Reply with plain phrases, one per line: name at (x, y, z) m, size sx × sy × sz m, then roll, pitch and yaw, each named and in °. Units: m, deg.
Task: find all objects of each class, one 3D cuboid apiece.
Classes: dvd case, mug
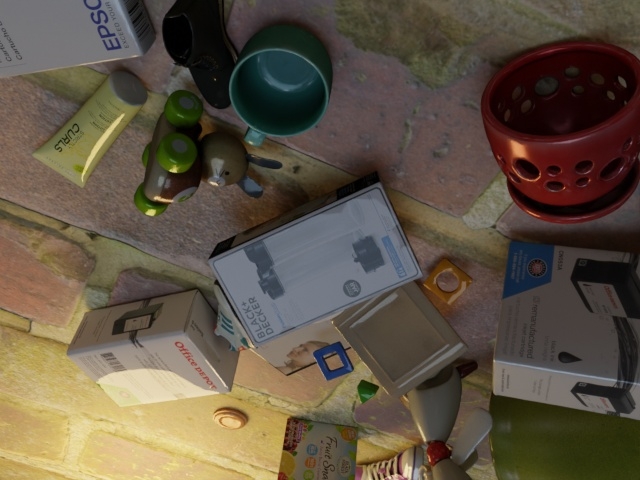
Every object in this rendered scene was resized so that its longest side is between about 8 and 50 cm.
dvd case at (-0.034, 0.180, 1.260) m, size 0.253 × 0.022 × 0.180 m, roll -30°, pitch 122°, yaw 30°
mug at (-0.060, -0.213, 0.848) m, size 0.158 × 0.097 × 0.129 m, roll -19°, pitch 128°, yaw 25°

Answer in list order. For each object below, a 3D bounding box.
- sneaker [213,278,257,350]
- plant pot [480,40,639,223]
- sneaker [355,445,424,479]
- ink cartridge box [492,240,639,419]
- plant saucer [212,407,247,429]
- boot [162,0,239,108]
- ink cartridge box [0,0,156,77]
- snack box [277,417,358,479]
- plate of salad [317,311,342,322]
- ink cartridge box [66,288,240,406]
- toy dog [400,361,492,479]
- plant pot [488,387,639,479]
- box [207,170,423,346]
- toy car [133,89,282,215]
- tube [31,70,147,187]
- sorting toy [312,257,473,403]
sneaker at (-0.180, 0.149, 1.211) m, size 0.075 × 0.057 × 0.161 m, roll -18°, pitch 116°, yaw 16°
plant pot at (0.314, -0.131, 0.816) m, size 0.191 × 0.191 × 0.174 m, roll -10°, pitch 139°, yaw 17°
sneaker at (0.149, 0.581, 1.557) m, size 0.161 × 0.102 × 0.282 m, roll 16°, pitch 133°, yaw -3°
ink cartridge box at (0.432, 0.136, 0.966) m, size 0.308 × 0.223 × 0.129 m, roll 6°, pitch 145°, yaw 19°
plant saucer at (-0.218, 0.432, 1.525) m, size 0.084 × 0.013 × 0.083 m, roll 4°, pitch 133°, yaw 5°
boot at (-0.159, -0.231, 0.818) m, size 0.077 × 0.137 × 0.197 m, roll -2°, pitch 133°, yaw 10°
ink cartridge box at (-0.417, -0.362, 0.781) m, size 0.330 × 0.071 × 0.324 m, roll -6°, pitch 132°, yaw 12°
snack box at (-0.007, 0.521, 1.446) m, size 0.175 × 0.207 × 0.070 m, roll 9°, pitch 133°, yaw 1°
plate of salad at (-0.040, 0.070, 1.105) m, size 0.200 × 0.048 × 0.199 m, roll 5°, pitch 131°, yaw 5°
ink cartridge box at (-0.328, 0.223, 1.278) m, size 0.273 × 0.114 × 0.198 m, roll -12°, pitch 130°, yaw 18°
toy dog at (0.259, 0.343, 1.208) m, size 0.161 × 0.333 × 0.220 m, roll -9°, pitch 158°, yaw -6°
plant pot at (0.510, 0.354, 1.156) m, size 0.353 × 0.366 × 0.366 m, roll -9°, pitch 132°, yaw 32°
box at (-0.007, 0.031, 0.994) m, size 0.290 × 0.087 × 0.169 m, roll -23°, pitch 106°, yaw 9°
toy car at (-0.160, -0.107, 0.943) m, size 0.188 × 0.148 × 0.155 m, roll 15°, pitch 147°, yaw -23°
tube at (-0.349, -0.162, 0.965) m, size 0.240 × 0.062 × 0.070 m, roll -32°, pitch 81°, yaw 37°
sorting toy at (0.146, 0.168, 1.165) m, size 0.348 × 0.047 × 0.196 m, roll -41°, pitch 87°, yaw 24°
